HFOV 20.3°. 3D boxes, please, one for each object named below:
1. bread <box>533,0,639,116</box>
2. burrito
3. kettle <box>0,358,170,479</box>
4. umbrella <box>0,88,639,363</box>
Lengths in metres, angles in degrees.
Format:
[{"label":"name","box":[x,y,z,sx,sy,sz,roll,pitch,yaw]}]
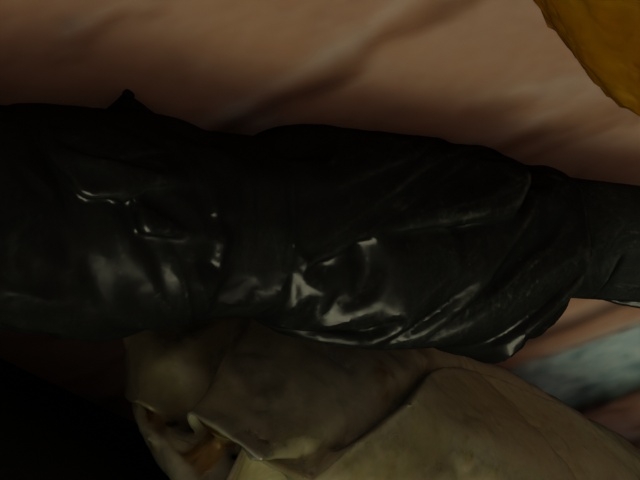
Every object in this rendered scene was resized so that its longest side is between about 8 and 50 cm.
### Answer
[{"label":"bread","box":[0.123,-0.088,0.308,0.229,0.139,0.143,-14,153,4]},{"label":"burrito","box":[0.050,0.073,0.542,0.059,0.082,0.275,-43,138,19]},{"label":"kettle","box":[-0.105,0.159,0.519,0.262,0.203,0.308,-32,144,22]},{"label":"umbrella","box":[0.000,0.000,0.442,0.235,0.066,0.059,6,135,-28]}]
